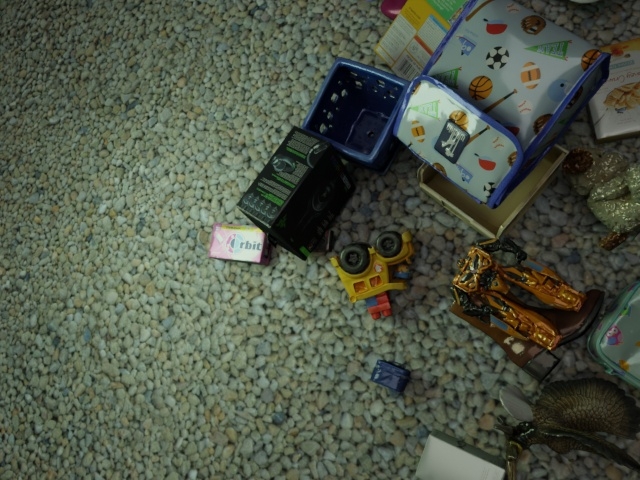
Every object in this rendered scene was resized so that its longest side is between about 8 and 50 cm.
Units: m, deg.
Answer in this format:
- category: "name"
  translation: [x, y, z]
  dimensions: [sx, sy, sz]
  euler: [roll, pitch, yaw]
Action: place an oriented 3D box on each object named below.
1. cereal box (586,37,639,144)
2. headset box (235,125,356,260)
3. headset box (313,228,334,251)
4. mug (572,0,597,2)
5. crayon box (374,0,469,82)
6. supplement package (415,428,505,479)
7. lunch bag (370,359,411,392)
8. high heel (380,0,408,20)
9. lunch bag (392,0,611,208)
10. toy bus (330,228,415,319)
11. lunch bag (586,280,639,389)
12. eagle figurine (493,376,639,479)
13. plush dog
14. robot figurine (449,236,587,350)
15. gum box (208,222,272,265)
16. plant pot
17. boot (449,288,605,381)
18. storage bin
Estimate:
- category: "cereal box"
  translation: [0.749, -0.371, 1.278]
  dimensions: [0.173, 0.047, 0.240]
  euler: [-11, 75, 18]
- category: "headset box"
  translation: [-0.062, -0.111, 1.385]
  dimensions: [0.131, 0.246, 0.283]
  euler: [31, 80, 28]
- category: "headset box"
  translation: [0.000, 0.000, 1.481]
  dimensions: [0.083, 0.032, 0.062]
  euler: [3, 80, 22]
- category: "mug"
  translation: [0.694, -0.835, 1.266]
  dimensions: [0.328, 0.276, 0.374]
  euler: [-41, 77, -3]
- category: "crayon box"
  translation: [0.314, -0.573, 1.379]
  dimensions: [0.203, 0.083, 0.323]
  euler: [54, 130, 18]
- category: "supplement package"
  translation: [0.329, 0.534, 1.211]
  dimensions: [0.179, 0.105, 0.105]
  euler: [19, 86, 22]
- category: "lunch bag"
  translation: [0.185, 0.343, 1.323]
  dimensions: [0.098, 0.067, 0.065]
  euler: [17, 85, 21]
- category: "high heel"
  translation: [0.338, -0.704, 1.424]
  dimensions: [0.377, 0.181, 0.127]
  euler: [-1, 78, 20]
- category: "lunch bag"
  translation: [0.388, -0.310, 1.174]
  dimensions: [0.328, 0.239, 0.385]
  euler: [44, 111, 22]
- category: "toy bus"
  translation: [0.161, 0.089, 1.354]
  dimensions: [0.220, 0.149, 0.212]
  euler: [-21, 85, 12]
- category: "lunch bag"
  translation: [0.734, 0.231, 1.109]
  dimensions: [0.279, 0.108, 0.224]
  euler: [36, 95, 14]
- category: "eagle figurine"
  translation: [0.547, 0.416, 1.119]
  dimensions: [0.298, 0.225, 0.226]
  euler: [-20, 62, 26]
- category: "plush dog"
  translation: [0.661, -0.124, 1.184]
  dimensions: [0.211, 0.262, 0.225]
  euler: [-53, 57, 31]
- category: "robot figurine"
  translation: [0.438, 0.114, 1.196]
  dimensions: [0.291, 0.085, 0.211]
  euler: [32, 98, 33]
- category: "gum box"
  translation: [-0.233, 0.011, 1.546]
  dimensions: [0.188, 0.062, 0.107]
  euler: [5, 81, 21]
- category: "plant pot"
  translation: [0.119, -0.319, 1.408]
  dimensions: [0.236, 0.212, 0.236]
  euler: [27, 89, 22]
- category: "boot"
  translation: [0.499, 0.154, 1.258]
  dimensions: [0.280, 0.096, 0.264]
  euler: [43, 102, 30]
- category: "storage bin"
  translation: [0.426, -0.174, 1.314]
  dimensions: [0.262, 0.123, 0.260]
  euler: [41, 94, 22]
